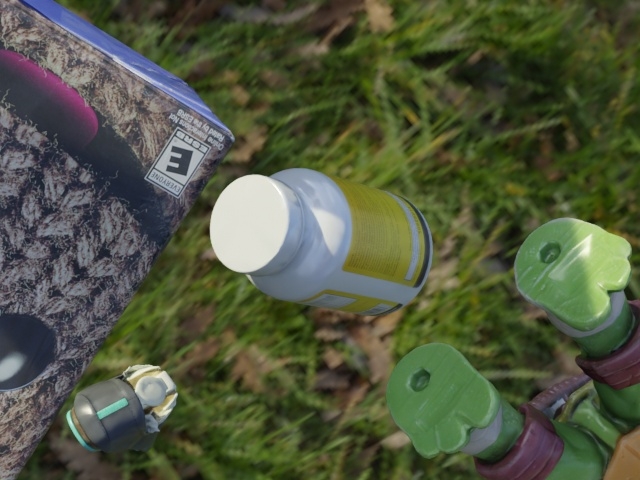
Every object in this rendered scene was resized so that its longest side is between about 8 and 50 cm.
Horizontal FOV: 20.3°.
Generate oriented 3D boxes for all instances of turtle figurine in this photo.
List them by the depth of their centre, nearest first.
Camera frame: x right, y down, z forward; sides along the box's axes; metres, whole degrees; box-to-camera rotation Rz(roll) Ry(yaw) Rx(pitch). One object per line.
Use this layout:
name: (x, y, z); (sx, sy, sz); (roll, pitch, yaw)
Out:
turtle figurine: (0.174, 0.132, 0.892); (0.266, 0.197, 0.275); (42, 39, -39)

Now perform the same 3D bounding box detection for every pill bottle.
pill bottle: (0.000, 0.000, 1.388); (0.184, 0.103, 0.103); (14, 61, -54)

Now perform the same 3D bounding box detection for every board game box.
board game box: (-0.232, -0.012, 1.035); (0.232, 0.141, 0.291); (30, 97, -21)

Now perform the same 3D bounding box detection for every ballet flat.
ballet flat: (-0.152, 0.137, 1.468); (0.074, 0.203, 0.074); (0, 88, 5)
